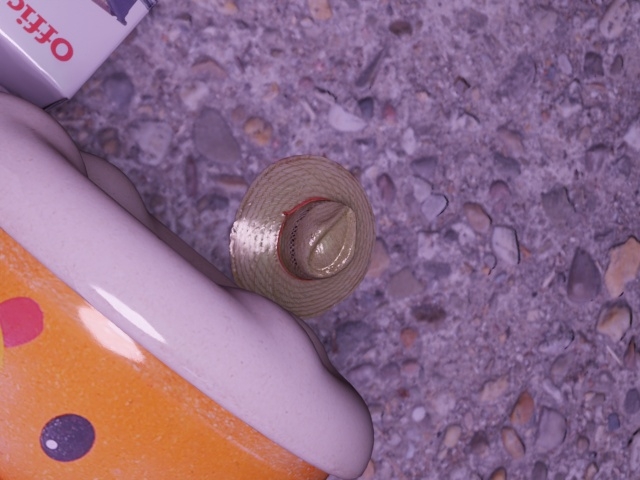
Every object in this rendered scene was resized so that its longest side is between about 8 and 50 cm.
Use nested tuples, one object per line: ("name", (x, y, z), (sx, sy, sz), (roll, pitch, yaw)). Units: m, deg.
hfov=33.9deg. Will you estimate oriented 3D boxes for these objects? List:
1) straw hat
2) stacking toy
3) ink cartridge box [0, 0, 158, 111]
("straw hat", (0.000, 0.000, 0.861), (0.144, 0.061, 0.145), (-1, 92, -27))
("stacking toy", (-0.229, 0.179, 0.635), (0.350, 0.350, 0.480), (40, 86, -23))
("ink cartridge box", (-0.177, -0.234, 0.739), (0.172, 0.100, 0.237), (43, 73, -21))
